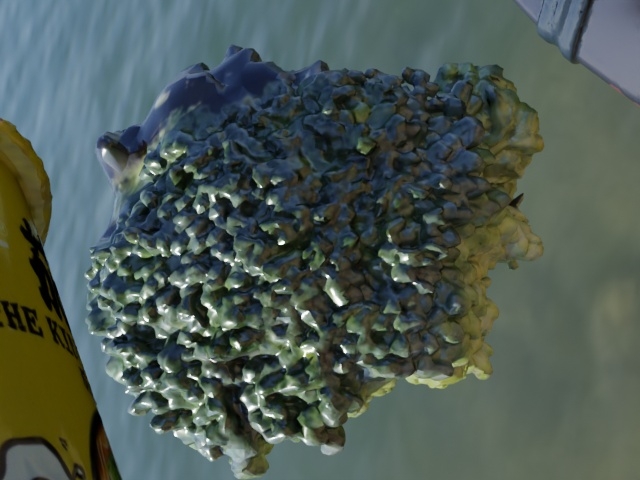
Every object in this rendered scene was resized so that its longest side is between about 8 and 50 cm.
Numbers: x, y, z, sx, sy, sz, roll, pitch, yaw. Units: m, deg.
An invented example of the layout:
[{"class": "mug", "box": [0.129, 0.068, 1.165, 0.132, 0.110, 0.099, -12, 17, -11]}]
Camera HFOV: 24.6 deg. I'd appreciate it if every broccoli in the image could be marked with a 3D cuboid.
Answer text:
[{"class": "broccoli", "box": [0.000, 0.000, 0.835, 0.247, 0.243, 0.263, 34, 89, 22]}]

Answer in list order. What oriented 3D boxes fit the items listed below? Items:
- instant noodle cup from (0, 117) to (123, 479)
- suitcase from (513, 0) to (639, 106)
[{"class": "instant noodle cup", "box": [-0.201, 0.133, 0.528, 0.254, 0.326, 0.325, 60, 140, 23]}, {"class": "suitcase", "box": [0.249, -0.235, 0.831, 0.161, 0.297, 0.236, 45, 164, 17]}]
